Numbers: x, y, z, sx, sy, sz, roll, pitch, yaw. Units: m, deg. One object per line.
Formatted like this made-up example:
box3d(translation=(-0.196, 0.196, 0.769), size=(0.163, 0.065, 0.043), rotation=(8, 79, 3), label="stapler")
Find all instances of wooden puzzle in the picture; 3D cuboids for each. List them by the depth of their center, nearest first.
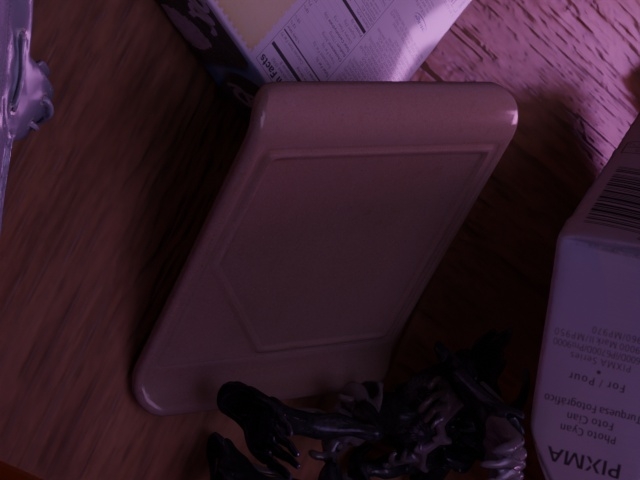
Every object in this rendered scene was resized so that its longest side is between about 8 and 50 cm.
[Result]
box3d(translation=(0.000, 0.000, 1.226), size=(0.221, 0.044, 0.239), rotation=(-4, 129, -41), label="wooden puzzle")

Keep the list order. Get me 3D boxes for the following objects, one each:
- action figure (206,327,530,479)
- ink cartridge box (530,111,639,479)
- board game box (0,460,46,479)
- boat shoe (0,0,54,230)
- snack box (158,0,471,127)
box3d(translation=(0.056, 0.147, 1.273), size=(0.275, 0.141, 0.164), rotation=(-2, 135, -38), label="action figure")
box3d(translation=(0.217, 0.118, 1.391), size=(0.308, 0.091, 0.385), rotation=(-48, 149, -60), label="ink cartridge box")
box3d(translation=(-0.182, 0.335, 0.962), size=(0.356, 0.356, 0.356), rotation=(48, 67, -37), label="board game box")
box3d(translation=(-0.184, -0.090, 1.062), size=(0.081, 0.079, 0.227), rotation=(-5, 99, -36), label="boat shoe")
box3d(translation=(-0.034, -0.216, 1.182), size=(0.187, 0.060, 0.322), rotation=(-51, 128, -22), label="snack box")
